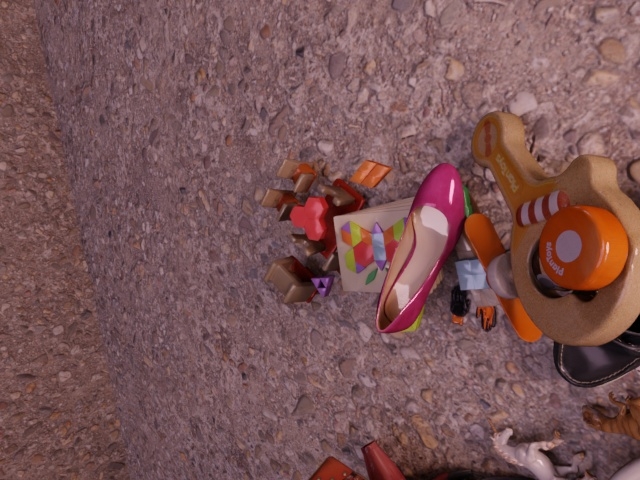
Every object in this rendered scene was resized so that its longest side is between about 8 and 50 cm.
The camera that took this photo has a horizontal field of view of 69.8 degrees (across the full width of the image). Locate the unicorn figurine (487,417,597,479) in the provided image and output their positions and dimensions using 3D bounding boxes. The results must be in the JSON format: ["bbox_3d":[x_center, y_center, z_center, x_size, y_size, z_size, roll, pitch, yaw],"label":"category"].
[{"bbox_3d":[0.346,0.344,0.727,0.162,0.060,0.111,52,131,20],"label":"unicorn figurine"}]

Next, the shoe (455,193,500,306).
[{"bbox_3d":[0.232,0.005,0.726,0.058,0.076,0.219,-28,84,39],"label":"shoe"}]

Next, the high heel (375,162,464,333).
[{"bbox_3d":[0.133,0.013,0.643,0.082,0.117,0.244,27,112,25],"label":"high heel"}]

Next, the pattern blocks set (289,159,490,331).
[{"bbox_3d":[0.102,0.013,0.755,0.324,0.026,0.286,-22,86,37],"label":"pattern blocks set"}]

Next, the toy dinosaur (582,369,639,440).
[{"bbox_3d":[0.424,0.229,0.576,0.064,0.112,0.211,37,166,5],"label":"toy dinosaur"}]

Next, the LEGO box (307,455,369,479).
[{"bbox_3d":[0.155,0.680,0.792,0.372,0.193,0.501,11,130,47],"label":"LEGO box"}]

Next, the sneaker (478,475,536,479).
[{"bbox_3d":[0.362,0.508,0.719,0.320,0.124,0.180,28,105,19],"label":"sneaker"}]

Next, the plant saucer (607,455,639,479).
[{"bbox_3d":[0.544,0.405,0.527,0.400,0.100,0.401,14,111,40],"label":"plant saucer"}]

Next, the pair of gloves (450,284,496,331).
[{"bbox_3d":[0.258,0.115,0.780,0.083,0.010,0.074,9,110,45],"label":"pair of gloves"}]

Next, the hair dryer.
[{"bbox_3d":[0.205,0.502,0.921,0.293,0.080,0.224,20,100,32],"label":"hair dryer"}]

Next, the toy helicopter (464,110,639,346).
[{"bbox_3d":[0.271,-0.029,0.591,0.235,0.140,0.355,110,158,-46],"label":"toy helicopter"}]

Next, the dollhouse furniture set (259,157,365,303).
[{"bbox_3d":[0.000,0.000,0.940,0.262,0.135,0.259,44,117,26],"label":"dollhouse furniture set"}]

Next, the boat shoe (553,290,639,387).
[{"bbox_3d":[0.389,0.073,0.568,0.127,0.113,0.340,43,128,26],"label":"boat shoe"}]
